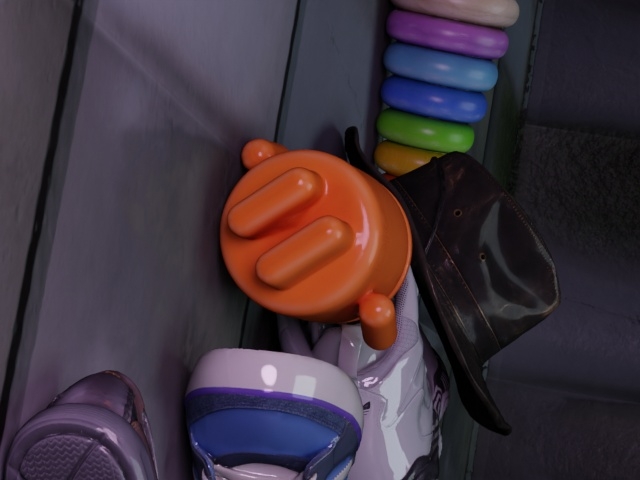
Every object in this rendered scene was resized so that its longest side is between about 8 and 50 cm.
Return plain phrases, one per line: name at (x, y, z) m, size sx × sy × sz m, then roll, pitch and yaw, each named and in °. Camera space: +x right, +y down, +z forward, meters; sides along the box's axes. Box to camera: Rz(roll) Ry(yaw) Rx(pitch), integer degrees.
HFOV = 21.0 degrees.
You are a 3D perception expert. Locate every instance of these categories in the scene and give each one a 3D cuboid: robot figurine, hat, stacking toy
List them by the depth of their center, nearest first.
robot figurine at (0.001, 0.002, 1.329) m, size 0.219 × 0.158 × 0.128 m, roll 20°, pitch 90°, yaw -74°
hat at (0.145, 0.016, 1.653) m, size 0.331 × 0.134 × 0.331 m, roll 64°, pitch -2°, yaw 5°
stacking toy at (0.115, -0.109, 1.851) m, size 0.141 × 0.141 × 0.330 m, roll -27°, pitch 128°, yaw -76°

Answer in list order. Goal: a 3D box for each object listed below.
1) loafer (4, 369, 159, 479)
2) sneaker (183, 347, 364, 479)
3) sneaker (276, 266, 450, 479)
loafer at (-0.118, 0.219, 0.987) m, size 0.095 × 0.109 × 0.302 m, roll -65°, pitch 157°, yaw -67°
sneaker at (-0.042, 0.235, 1.277) m, size 0.323 × 0.130 × 0.236 m, roll 88°, pitch 7°, yaw -66°
sneaker at (0.042, 0.091, 1.572) m, size 0.366 × 0.137 × 0.210 m, roll -86°, pitch 169°, yaw -64°
